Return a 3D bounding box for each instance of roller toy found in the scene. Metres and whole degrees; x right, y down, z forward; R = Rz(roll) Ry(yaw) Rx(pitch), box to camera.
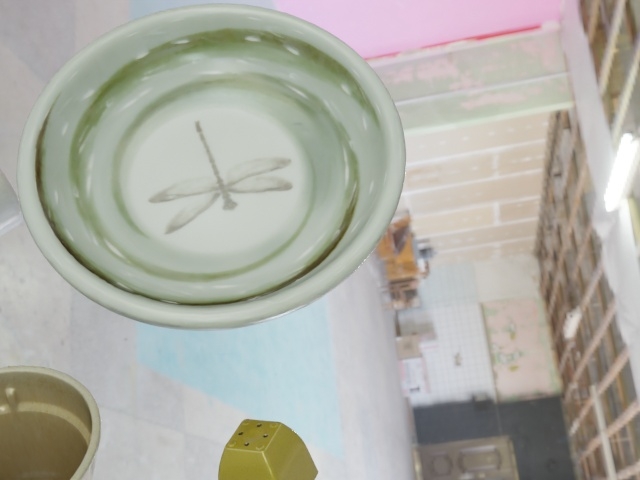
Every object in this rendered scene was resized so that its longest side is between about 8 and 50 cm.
[{"bbox_3d":[-0.640,-0.087,1.499,0.191,0.146,0.209,30,-34,40],"label":"roller toy"}]

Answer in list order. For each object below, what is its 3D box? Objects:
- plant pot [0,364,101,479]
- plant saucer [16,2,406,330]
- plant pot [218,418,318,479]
[{"bbox_3d":[-0.453,0.406,1.194,0.333,0.334,0.305,-85,172,-55],"label":"plant pot"},{"bbox_3d":[-0.112,-0.077,0.890,0.100,0.401,0.400,94,-7,-62],"label":"plant saucer"},{"bbox_3d":[-0.061,0.236,0.871,0.081,0.082,0.083,-52,136,-53],"label":"plant pot"}]
